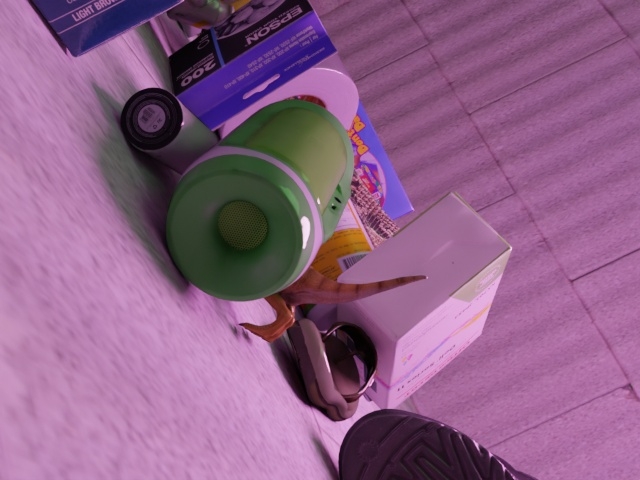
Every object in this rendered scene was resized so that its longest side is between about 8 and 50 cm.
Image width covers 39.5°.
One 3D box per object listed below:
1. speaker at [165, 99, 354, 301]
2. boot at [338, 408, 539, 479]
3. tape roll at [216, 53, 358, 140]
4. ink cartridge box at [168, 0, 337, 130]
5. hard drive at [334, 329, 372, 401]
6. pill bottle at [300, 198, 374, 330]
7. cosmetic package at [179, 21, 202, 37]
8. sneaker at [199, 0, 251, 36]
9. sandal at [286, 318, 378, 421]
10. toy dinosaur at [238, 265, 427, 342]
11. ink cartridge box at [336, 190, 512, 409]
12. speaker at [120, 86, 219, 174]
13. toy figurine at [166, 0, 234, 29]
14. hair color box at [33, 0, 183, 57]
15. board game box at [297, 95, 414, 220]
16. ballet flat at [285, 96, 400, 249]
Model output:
[{"bbox_3d":[-0.043,-0.048,0.812,0.131,0.131,0.296,63,16,-13],"label":"speaker"},{"bbox_3d":[0.153,0.300,1.144,0.367,0.146,0.445,33,-2,-7],"label":"boot"},{"bbox_3d":[-0.055,-0.206,1.350,0.072,0.219,0.219,65,4,28],"label":"tape roll"},{"bbox_3d":[-0.095,-0.236,1.128,0.045,0.206,0.208,54,8,-35],"label":"ink cartridge box"},{"bbox_3d":[0.063,0.215,1.593,0.094,0.022,0.135,-105,170,-46],"label":"hard drive"},{"bbox_3d":[0.000,0.000,1.348,0.245,0.136,0.136,65,4,21],"label":"pill bottle"},{"bbox_3d":[-0.119,-0.532,1.476,0.284,0.377,0.097,59,6,-58],"label":"cosmetic package"},{"bbox_3d":[-0.144,-0.314,1.429,0.145,0.147,0.384,29,-20,-3],"label":"sneaker"},{"bbox_3d":[0.027,0.149,1.071,0.303,0.086,0.120,60,5,-78],"label":"sandal"},{"bbox_3d":[-0.023,0.042,0.823,0.212,0.112,0.064,20,-12,37],"label":"toy dinosaur"},{"bbox_3d":[0.133,0.111,1.255,0.119,0.207,0.353,46,-18,22],"label":"ink cartridge box"},{"bbox_3d":[-0.131,-0.093,0.800,0.055,0.055,0.136,64,4,9],"label":"speaker"},{"bbox_3d":[-0.173,-0.409,1.214,0.148,0.209,0.213,16,39,-30],"label":"toy figurine"},{"bbox_3d":[-0.228,-0.322,0.622,0.347,0.105,0.174,59,5,-44],"label":"hair color box"},{"bbox_3d":[0.001,-0.162,1.726,0.347,0.233,0.078,64,4,1],"label":"board game box"},{"bbox_3d":[-0.010,-0.077,1.524,0.182,0.164,0.482,-17,65,-51],"label":"ballet flat"}]
